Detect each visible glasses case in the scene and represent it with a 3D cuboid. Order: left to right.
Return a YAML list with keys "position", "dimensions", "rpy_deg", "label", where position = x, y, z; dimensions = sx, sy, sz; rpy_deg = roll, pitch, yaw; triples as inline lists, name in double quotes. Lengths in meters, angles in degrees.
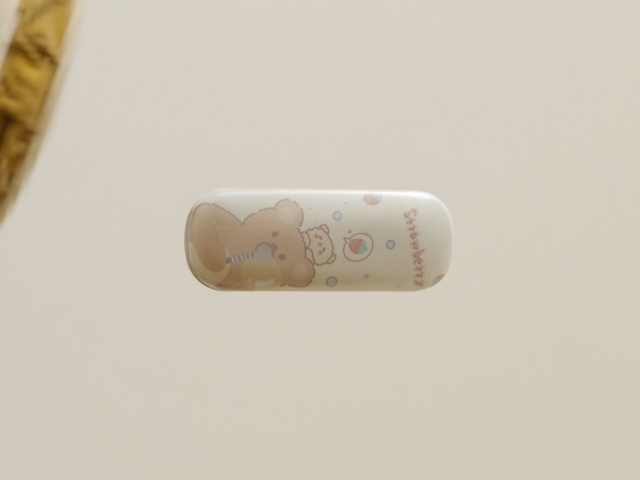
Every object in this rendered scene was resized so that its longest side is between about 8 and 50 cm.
- position: [0.000, 0.000, 1.307]
  dimensions: [0.051, 0.204, 0.081]
  rpy_deg: [179, -90, -78]
  label: "glasses case"
